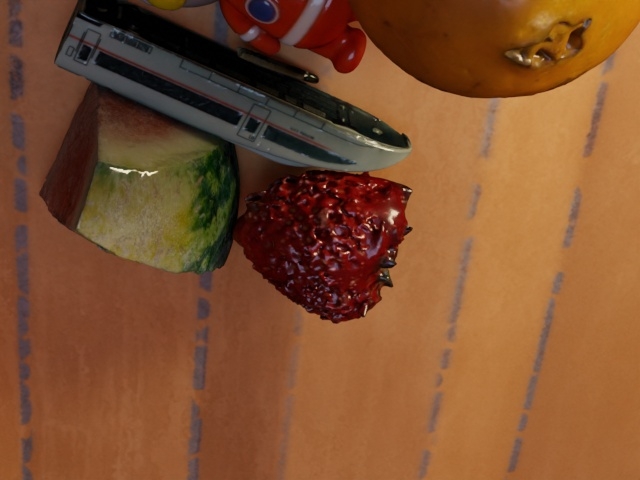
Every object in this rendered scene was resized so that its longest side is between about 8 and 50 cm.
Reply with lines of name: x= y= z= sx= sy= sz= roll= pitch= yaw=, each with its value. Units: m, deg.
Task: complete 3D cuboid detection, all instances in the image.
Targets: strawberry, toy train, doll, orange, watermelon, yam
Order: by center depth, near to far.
orange: x=0.169 y=-0.287 z=1.372 sx=0.312 sy=0.312 sz=0.312 roll=0 pitch=125 yaw=0
doll: x=-0.089 y=-0.277 z=1.490 sx=0.336 sy=0.105 sz=0.200 roll=22 pitch=146 yaw=-17
toy train: x=-0.092 y=-0.154 z=1.591 sx=0.407 sy=0.086 sz=0.088 roll=23 pitch=117 yaw=-16
yam: x=-0.046 y=-0.194 z=1.595 sx=0.107 sy=0.014 sz=0.014 roll=17 pitch=125 yaw=-31
watermelon: x=-0.209 y=-0.051 z=1.616 sx=0.310 sy=0.232 sz=0.193 roll=-11 pitch=140 yaw=-52
strawberry: x=0.000 y=0.000 z=1.650 sx=0.201 sy=0.187 sz=0.184 roll=10 pitch=88 yaw=-8
